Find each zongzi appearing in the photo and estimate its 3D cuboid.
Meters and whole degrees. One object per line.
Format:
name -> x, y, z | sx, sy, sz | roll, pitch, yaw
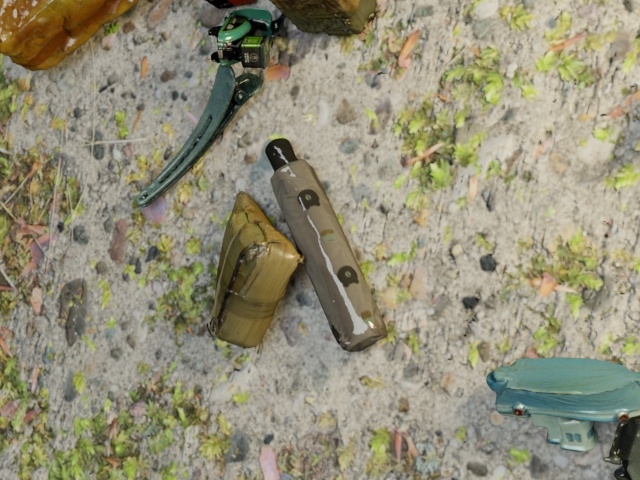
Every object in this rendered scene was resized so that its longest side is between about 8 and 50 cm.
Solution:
zongzi -> -0.116, 0.041, 1.361 | 0.194, 0.099, 0.197 | -65, 32, 20

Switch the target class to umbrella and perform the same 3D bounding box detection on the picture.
umbrella -> 0.000, 0.000, 1.316 | 0.073, 0.067, 0.337 | -25, 72, 6

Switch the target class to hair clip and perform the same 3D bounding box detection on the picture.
hair clip -> -0.194, -0.152, 1.426 | 0.048, 0.083, 0.275 | 46, 109, 24

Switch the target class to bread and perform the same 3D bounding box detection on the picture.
bread -> -0.403, -0.431, 1.501 | 0.344, 0.149, 0.195 | -32, 84, 17

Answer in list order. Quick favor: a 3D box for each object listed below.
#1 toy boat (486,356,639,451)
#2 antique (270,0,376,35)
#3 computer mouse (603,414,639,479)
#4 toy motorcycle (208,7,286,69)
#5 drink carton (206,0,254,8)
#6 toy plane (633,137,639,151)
toy boat -> 0.321, 0.207, 1.152 | 0.215, 0.088, 0.102 | -3, 117, 23
antique -> 0.020, -0.454, 1.330 | 0.125, 0.150, 0.284 | 6, 78, 25
computer mouse -> 0.452, 0.246, 1.078 | 0.231, 0.071, 0.126 | -13, 98, 16
toy motorcycle -> -0.108, -0.306, 1.365 | 0.100, 0.173, 0.058 | 4, 123, 8
drink carton -> -0.140, -0.453, 1.437 | 0.071, 0.056, 0.165 | -3, 82, 32
toy plane -> 0.509, -0.145, 1.094 | 0.244, 0.092, 0.229 | 11, 86, 24
